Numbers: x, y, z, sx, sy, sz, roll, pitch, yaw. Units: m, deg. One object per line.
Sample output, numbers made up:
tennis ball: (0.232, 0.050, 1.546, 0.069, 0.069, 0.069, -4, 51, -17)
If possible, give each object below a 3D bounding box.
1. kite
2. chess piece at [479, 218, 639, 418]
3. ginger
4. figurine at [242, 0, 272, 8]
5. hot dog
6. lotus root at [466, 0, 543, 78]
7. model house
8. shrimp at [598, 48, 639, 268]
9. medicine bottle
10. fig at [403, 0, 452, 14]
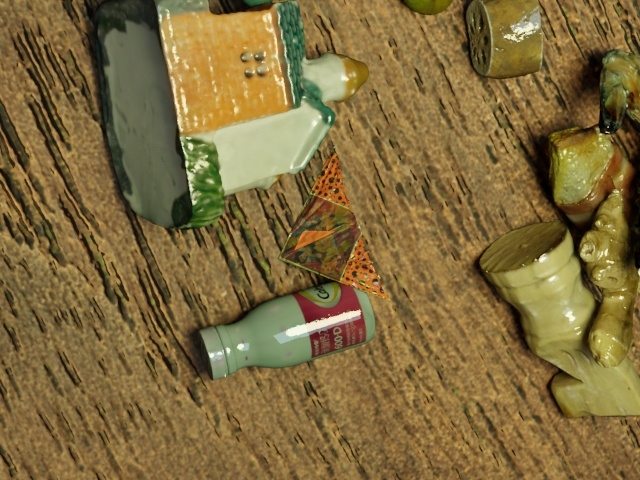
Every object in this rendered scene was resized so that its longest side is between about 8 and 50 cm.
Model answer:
kite: (0.000, 0.000, 1.426, 0.125, 0.008, 0.222, -25, 72, 16)
chess piece: (0.339, 0.124, 1.509, 0.137, 0.137, 0.301, -35, 106, -10)
ginger: (0.371, 0.055, 1.428, 0.133, 0.059, 0.214, 41, 60, -38)
figurine: (-0.089, -0.442, 1.314, 0.222, 0.124, 0.325, -27, 104, -7)
hot dog: (0.374, -0.069, 1.509, 0.261, 0.093, 0.123, 44, 63, -28)
lotus root: (0.242, -0.271, 1.438, 0.081, 0.112, 0.122, -10, 101, -10)
model house: (-0.090, -0.174, 1.332, 0.300, 0.190, 0.272, -14, 102, -27)
shrimp: (0.417, -0.112, 1.442, 0.233, 0.071, 0.365, 46, 44, -19)
medicine bottle: (-0.044, 0.115, 1.410, 0.216, 0.090, 0.090, -15, 101, -15)
fig: (0.139, -0.323, 1.413, 0.074, 0.088, 0.074, 0, 107, -1)
